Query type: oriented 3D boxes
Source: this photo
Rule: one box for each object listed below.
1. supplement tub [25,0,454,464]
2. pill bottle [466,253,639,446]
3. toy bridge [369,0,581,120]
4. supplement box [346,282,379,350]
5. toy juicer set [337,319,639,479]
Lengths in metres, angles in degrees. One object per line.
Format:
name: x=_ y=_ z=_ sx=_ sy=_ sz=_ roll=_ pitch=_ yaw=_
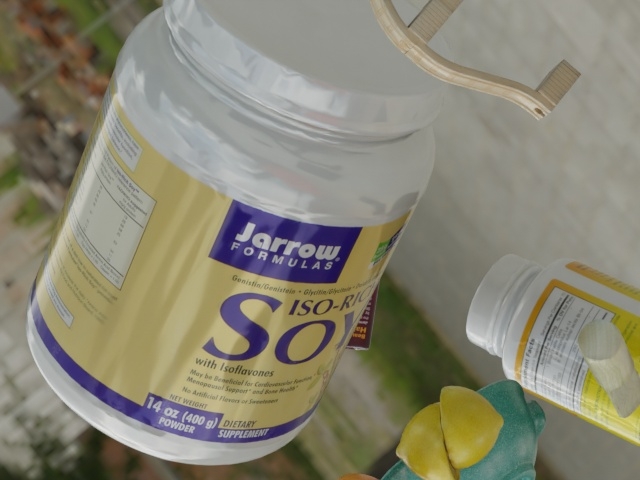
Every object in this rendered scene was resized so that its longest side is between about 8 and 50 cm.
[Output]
supplement tub: x=-0.060 y=-0.028 z=1.364 sx=0.241 sy=0.241 sz=0.331 roll=47 pitch=127 yaw=32
pill bottle: x=0.231 y=0.089 z=1.524 sx=0.215 sy=0.117 sz=0.117 roll=26 pitch=161 yaw=27
toy bridge: x=0.070 y=-0.139 z=1.138 sx=0.188 sy=0.063 sz=0.026 roll=42 pitch=158 yaw=-6
supplement box: x=0.000 y=0.000 z=1.745 sx=0.081 sy=0.104 sz=0.188 roll=-147 pitch=64 yaw=-69
toy juicer set: x=0.096 y=0.131 z=1.254 sx=0.089 sy=0.329 sz=0.209 roll=45 pitch=158 yaw=24
